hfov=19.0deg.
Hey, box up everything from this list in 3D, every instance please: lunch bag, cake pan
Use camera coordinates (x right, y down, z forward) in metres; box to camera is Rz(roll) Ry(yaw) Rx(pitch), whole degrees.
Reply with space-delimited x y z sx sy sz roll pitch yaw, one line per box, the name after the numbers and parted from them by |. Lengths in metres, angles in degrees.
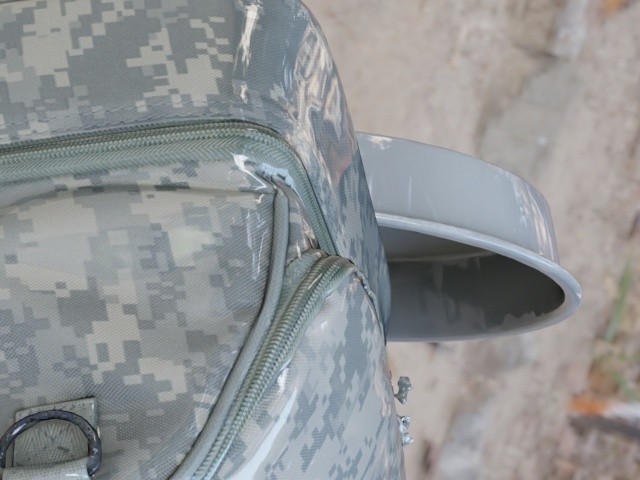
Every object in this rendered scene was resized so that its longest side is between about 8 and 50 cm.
-0.072 0.078 0.812 0.305 0.212 0.256 75 12 -54 | lunch bag
0.000 0.000 1.061 0.293 0.293 0.054 37 56 -64 | cake pan
